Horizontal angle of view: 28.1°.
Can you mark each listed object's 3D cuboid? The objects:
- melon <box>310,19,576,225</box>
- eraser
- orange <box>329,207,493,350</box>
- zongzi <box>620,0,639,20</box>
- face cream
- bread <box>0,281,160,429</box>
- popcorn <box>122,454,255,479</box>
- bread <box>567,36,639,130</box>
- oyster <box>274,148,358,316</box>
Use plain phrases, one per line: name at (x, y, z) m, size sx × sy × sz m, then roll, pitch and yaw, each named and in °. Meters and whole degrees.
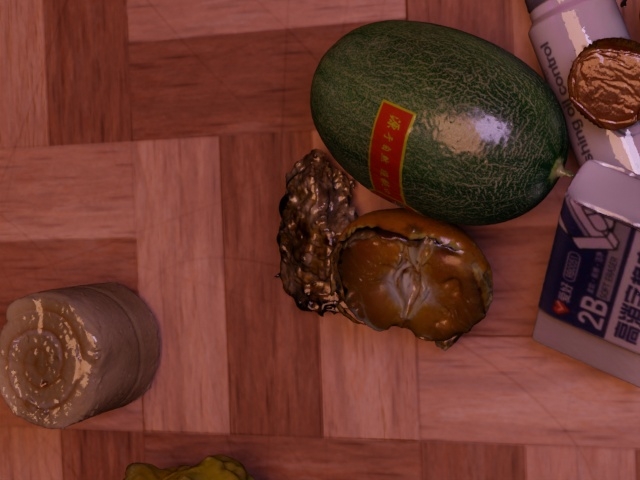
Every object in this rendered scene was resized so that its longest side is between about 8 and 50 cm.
melon at (0.119, -0.111, 1.228) m, size 0.287 × 0.182 × 0.182 m, roll 25°, pitch 101°, yaw 32°
eraser at (0.273, 0.035, 1.181) m, size 0.124 × 0.068 × 0.210 m, roll 23°, pitch 142°, yaw 18°
orange at (0.093, 0.030, 1.286) m, size 0.160 × 0.112 × 0.170 m, roll -20°, pitch 127°, yaw 25°
zongzi at (0.349, -0.103, 1.173) m, size 0.247 × 0.111 × 0.241 m, roll 37°, pitch 97°, yaw 16°
face cream at (0.260, -0.165, 1.224) m, size 0.092 × 0.092 × 0.311 m, roll -21°, pitch 84°, yaw 21°
bread at (-0.266, 0.124, 1.418) m, size 0.134 × 0.141 × 0.148 m, roll 2°, pitch 94°, yaw 23°
popcorn at (-0.141, 0.326, 1.362) m, size 0.155 × 0.197 × 0.198 m, roll -12°, pitch 88°, yaw 37°
bread at (0.263, -0.142, 1.150) m, size 0.085 × 0.053 × 0.085 m, roll 4°, pitch 105°, yaw 16°
oyster at (-0.002, -0.008, 1.358) m, size 0.105 × 0.056 × 0.177 m, roll 12°, pitch 101°, yaw 28°
